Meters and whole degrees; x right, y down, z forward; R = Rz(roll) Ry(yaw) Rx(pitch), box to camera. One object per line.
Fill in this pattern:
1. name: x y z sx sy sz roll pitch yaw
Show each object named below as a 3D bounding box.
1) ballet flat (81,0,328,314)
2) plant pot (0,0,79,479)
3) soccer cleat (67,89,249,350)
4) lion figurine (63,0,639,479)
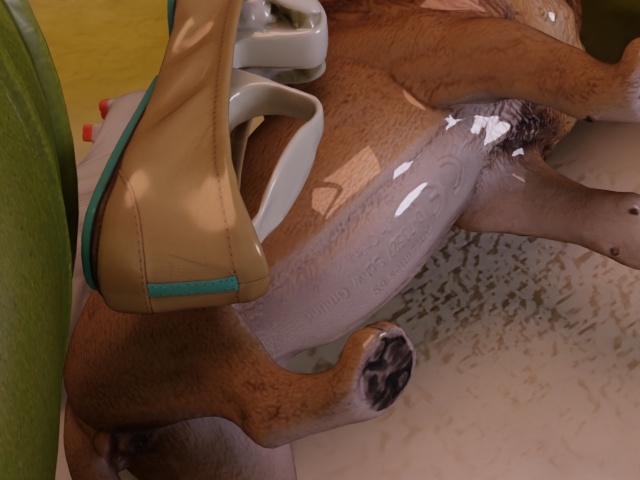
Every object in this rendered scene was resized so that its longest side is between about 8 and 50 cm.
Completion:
1. ballet flat: -0.031 -0.060 0.714 0.073 0.080 0.232 3 49 9
2. plant pot: -0.222 0.071 0.478 0.367 0.366 0.353 -16 29 -8
3. soccer cleat: -0.087 -0.011 0.845 0.076 0.068 0.196 3 36 12
4. lion figurine: 0.000 0.000 0.753 0.240 0.142 0.392 20 50 43
